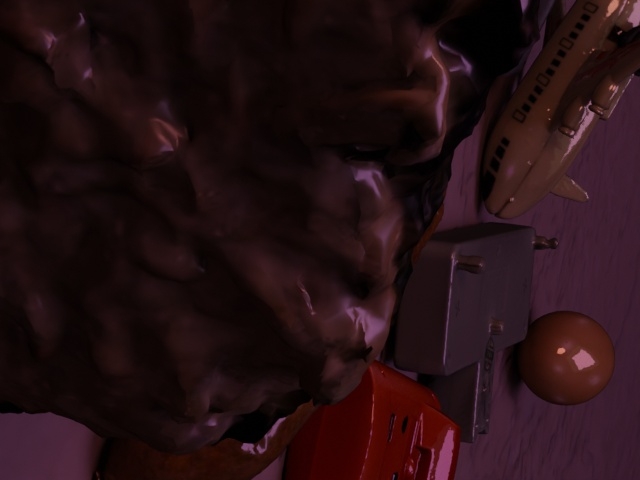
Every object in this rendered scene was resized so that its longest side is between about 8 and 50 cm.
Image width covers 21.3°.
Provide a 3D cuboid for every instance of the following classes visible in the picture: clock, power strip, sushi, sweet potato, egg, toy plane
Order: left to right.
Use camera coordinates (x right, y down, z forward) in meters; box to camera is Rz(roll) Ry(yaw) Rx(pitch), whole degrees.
[{"bbox_3d":[-0.041,-0.078,0.494,0.350,0.211,0.171,106,-1,-45],"label":"sushi"},{"bbox_3d":[0.000,-0.002,0.840,0.341,0.092,0.114,-52,170,-52],"label":"sweet potato"},{"bbox_3d":[0.032,0.129,1.013,0.155,0.061,0.113,32,69,-65],"label":"clock"},{"bbox_3d":[0.106,0.065,1.175,0.216,0.061,0.145,-11,108,-67],"label":"power strip"},{"bbox_3d":[0.202,0.096,1.416,0.096,0.080,0.080,38,63,-57],"label":"egg"},{"bbox_3d":[0.191,-0.123,1.235,0.229,0.092,0.244,-136,-113,-74],"label":"toy plane"}]

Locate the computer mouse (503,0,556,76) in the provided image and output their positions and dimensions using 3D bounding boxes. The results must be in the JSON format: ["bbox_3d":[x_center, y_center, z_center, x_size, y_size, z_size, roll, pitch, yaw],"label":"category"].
[{"bbox_3d":[0.138,-0.200,1.134,0.128,0.079,0.231,-63,173,-18],"label":"computer mouse"}]
